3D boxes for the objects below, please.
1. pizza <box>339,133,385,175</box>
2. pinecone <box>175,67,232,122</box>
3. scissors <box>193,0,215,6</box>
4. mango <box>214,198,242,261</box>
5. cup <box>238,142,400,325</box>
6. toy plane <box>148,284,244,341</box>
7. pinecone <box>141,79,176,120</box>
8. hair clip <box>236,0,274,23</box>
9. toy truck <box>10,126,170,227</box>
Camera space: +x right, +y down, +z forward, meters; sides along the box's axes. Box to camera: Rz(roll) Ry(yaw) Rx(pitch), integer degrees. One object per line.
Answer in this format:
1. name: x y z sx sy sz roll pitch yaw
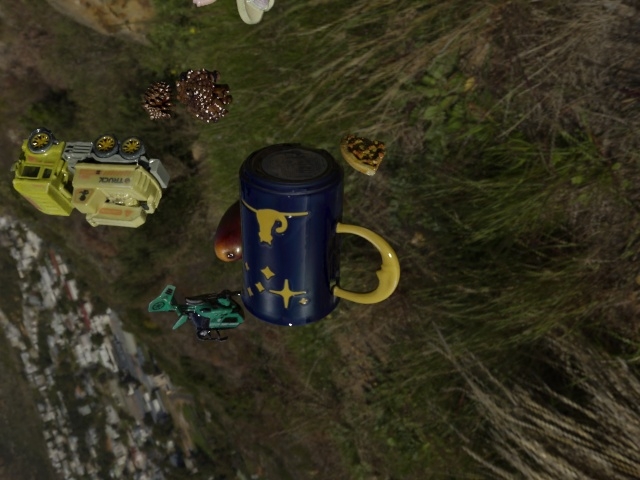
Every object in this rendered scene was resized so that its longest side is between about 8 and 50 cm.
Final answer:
1. pizza: 0.125 -0.255 1.631 0.175 0.134 0.046 46 146 31
2. pinecone: -0.378 -0.479 1.916 0.179 0.150 0.195 21 157 23
3. scissors: -0.183 -0.557 1.153 0.024 0.317 0.160 -54 -39 -78
4. mango: -0.137 -0.054 1.305 0.133 0.267 0.111 20 139 48
5. cup: -0.005 -0.013 0.943 0.178 0.254 0.256 -93 5 -55
6. toy plane: -0.313 0.184 1.566 0.155 0.381 0.106 -49 57 19
7. pinecone: -0.456 -0.395 1.629 0.102 0.102 0.109 30 122 49
8. hair clip: -0.149 -0.629 1.373 0.071 0.159 0.219 22 97 35
9. toy truck: -0.430 -0.106 1.081 0.124 0.272 0.157 79 -161 -64
